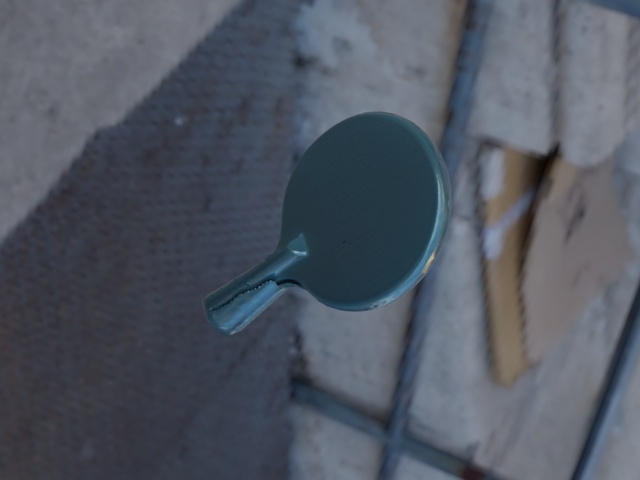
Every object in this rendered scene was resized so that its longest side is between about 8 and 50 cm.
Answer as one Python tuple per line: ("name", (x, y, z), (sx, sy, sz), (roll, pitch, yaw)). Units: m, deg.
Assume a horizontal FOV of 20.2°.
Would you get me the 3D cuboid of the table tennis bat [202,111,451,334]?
("table tennis bat", (0.000, 0.000, 1.144), (0.201, 0.124, 0.033), (-36, 151, 29))
